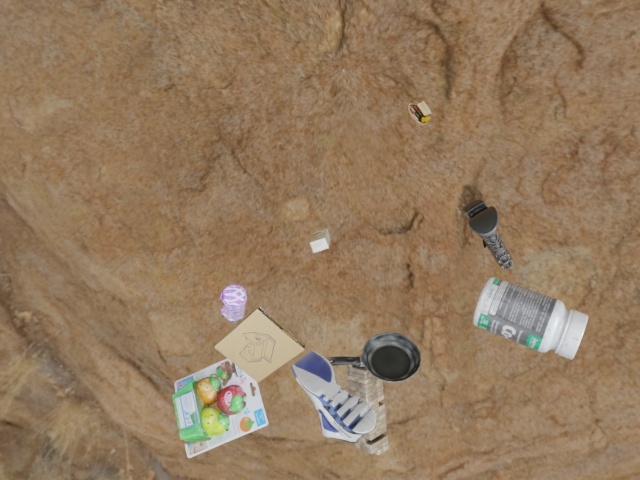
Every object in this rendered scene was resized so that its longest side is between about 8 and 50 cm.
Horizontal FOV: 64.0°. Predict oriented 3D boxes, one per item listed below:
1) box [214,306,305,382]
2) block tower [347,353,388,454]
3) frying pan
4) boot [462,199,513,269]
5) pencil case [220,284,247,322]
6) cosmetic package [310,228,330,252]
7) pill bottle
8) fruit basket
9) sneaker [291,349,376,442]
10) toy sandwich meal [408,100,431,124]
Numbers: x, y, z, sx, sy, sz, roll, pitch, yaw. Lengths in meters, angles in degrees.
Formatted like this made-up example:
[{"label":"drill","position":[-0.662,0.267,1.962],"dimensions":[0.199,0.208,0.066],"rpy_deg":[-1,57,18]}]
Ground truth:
[{"label":"box","position":[-0.163,0.279,1.351],"dimensions":[0.164,0.021,0.201],"rpy_deg":[42,121,-12]},{"label":"block tower","position":[0.166,0.581,1.803],"dimensions":[0.097,0.090,0.336],"rpy_deg":[-1,99,48]},{"label":"frying pan","position":[0.181,0.417,1.701],"dimensions":[0.326,0.197,0.053],"rpy_deg":[-22,137,-19]},{"label":"boot","position":[0.551,-0.002,1.617],"dimensions":[0.091,0.263,0.229],"rpy_deg":[-30,106,16]},{"label":"pencil case","position":[-0.302,0.218,1.774],"dimensions":[0.088,0.206,0.086],"rpy_deg":[7,65,-9]},{"label":"cosmetic package","position":[0.000,0.000,1.806],"dimensions":[0.060,0.115,0.041],"rpy_deg":[-18,105,8]},{"label":"pill bottle","position":[0.771,0.287,1.893],"dimensions":[0.360,0.204,0.204],"rpy_deg":[20,111,26]},{"label":"fruit basket","position":[-0.416,0.652,2.069],"dimensions":[0.352,0.327,0.165],"rpy_deg":[-26,150,8]},{"label":"sneaker","position":[0.022,0.515,1.595],"dimensions":[0.315,0.127,0.182],"rpy_deg":[42,137,27]},{"label":"toy sandwich meal","position":[0.291,-0.374,1.492],"dimensions":[0.085,0.086,0.029],"rpy_deg":[43,130,-11]}]
